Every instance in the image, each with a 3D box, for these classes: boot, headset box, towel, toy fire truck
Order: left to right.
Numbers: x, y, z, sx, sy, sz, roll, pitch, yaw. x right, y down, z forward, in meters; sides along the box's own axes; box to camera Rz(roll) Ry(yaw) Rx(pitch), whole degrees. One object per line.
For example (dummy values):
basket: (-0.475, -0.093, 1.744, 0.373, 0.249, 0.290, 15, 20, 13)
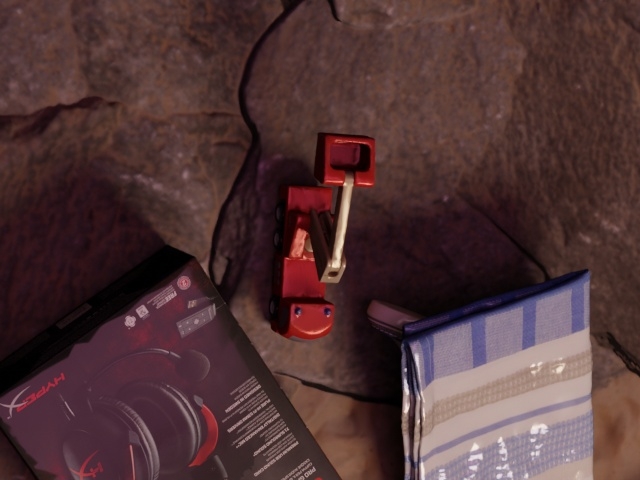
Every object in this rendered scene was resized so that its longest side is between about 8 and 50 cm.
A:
headset box: (-0.130, 0.186, 1.461, 0.218, 0.110, 0.293, -35, 106, -12)
toy fire truck: (0.000, 0.000, 1.469, 0.047, 0.135, 0.192, 3, 95, -19)
boot: (0.112, 0.126, 1.555, 0.190, 0.069, 0.086, 26, 92, -22)
towel: (0.169, 0.180, 1.552, 0.209, 0.034, 0.285, -16, 118, -22)
